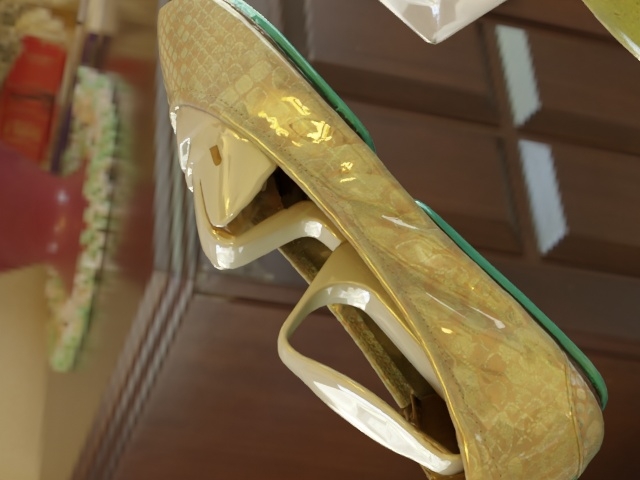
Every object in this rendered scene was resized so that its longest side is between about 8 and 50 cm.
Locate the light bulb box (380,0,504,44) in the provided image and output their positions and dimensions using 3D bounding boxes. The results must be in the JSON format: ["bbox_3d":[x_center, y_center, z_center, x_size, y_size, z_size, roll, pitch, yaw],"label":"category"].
[{"bbox_3d":[0.135,-0.358,0.741,0.358,0.225,0.361,-29,34,40],"label":"light bulb box"}]

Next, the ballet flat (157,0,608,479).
[{"bbox_3d":[0.000,0.000,0.358,0.168,0.052,0.057,46,159,20],"label":"ballet flat"}]

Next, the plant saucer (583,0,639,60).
[{"bbox_3d":[0.177,-0.147,0.453,0.037,0.241,0.241,128,148,-75],"label":"plant saucer"}]
